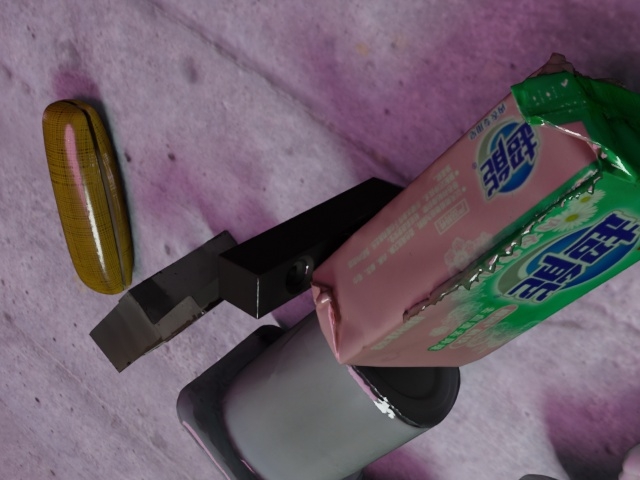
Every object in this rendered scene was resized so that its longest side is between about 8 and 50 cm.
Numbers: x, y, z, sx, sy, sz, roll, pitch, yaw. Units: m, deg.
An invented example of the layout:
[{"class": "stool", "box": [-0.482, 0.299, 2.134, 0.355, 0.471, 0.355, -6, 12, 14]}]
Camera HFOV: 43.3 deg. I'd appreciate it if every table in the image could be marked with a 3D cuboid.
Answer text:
[{"class": "table", "box": [-0.129, 0.049, 0.811, 0.062, 0.146, 0.175, 52, 132, 1]}]

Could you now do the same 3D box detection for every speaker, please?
[{"class": "speaker", "box": [0.000, 0.000, 0.656, 0.046, 0.191, 0.040, 26, 128, 32]}]

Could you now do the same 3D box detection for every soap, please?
[{"class": "soap", "box": [0.132, -0.001, 0.577, 0.273, 0.218, 0.098, -43, 58, 40]}]

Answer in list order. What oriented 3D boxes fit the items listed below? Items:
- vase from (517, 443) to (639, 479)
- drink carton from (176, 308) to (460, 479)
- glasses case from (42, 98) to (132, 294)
[{"class": "vase", "box": [0.309, 0.206, 0.529, 0.250, 0.250, 0.445, 53, 137, 0]}, {"class": "drink carton", "box": [0.018, 0.140, 0.750, 0.189, 0.185, 0.191, -40, 86, 31]}, {"class": "glasses case", "box": [-0.263, -0.044, 0.917, 0.079, 0.064, 0.234, 17, 124, 37]}]
